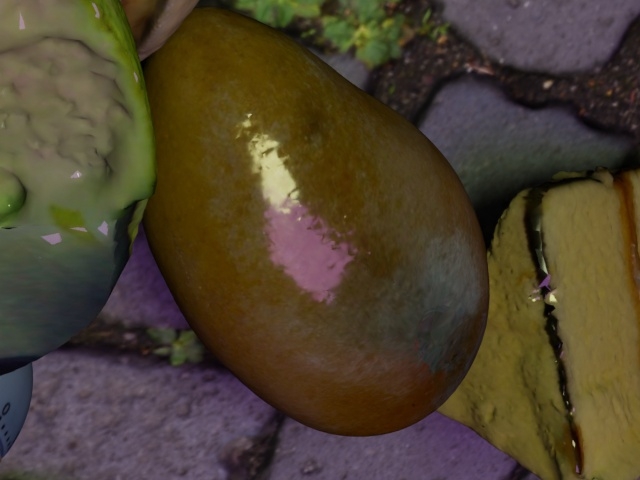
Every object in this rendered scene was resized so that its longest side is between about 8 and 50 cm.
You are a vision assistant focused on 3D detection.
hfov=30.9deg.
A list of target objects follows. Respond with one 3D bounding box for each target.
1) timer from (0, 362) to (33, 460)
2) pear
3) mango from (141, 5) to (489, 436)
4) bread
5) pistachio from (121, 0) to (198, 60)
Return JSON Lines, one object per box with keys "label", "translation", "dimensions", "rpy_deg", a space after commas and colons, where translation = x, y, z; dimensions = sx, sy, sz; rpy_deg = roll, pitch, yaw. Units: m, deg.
{"label": "timer", "translation": [-0.290, 0.136, 0.744], "dimensions": [0.175, 0.175, 0.255], "rpy_deg": [37, 75, -42]}
{"label": "pear", "translation": [-0.273, -0.097, 0.573], "dimensions": [0.398, 0.165, 0.399], "rpy_deg": [-1, 135, -1]}
{"label": "mango", "translation": [0.000, 0.000, 0.822], "dimensions": [0.221, 0.199, 0.384], "rpy_deg": [-41, 129, -11]}
{"label": "bread", "translation": [0.253, 0.060, 0.984], "dimensions": [0.263, 0.198, 0.236], "rpy_deg": [-13, 122, -47]}
{"label": "pistachio", "translation": [-0.102, -0.202, 0.653], "dimensions": [0.126, 0.152, 0.223], "rpy_deg": [0, 128, -30]}
